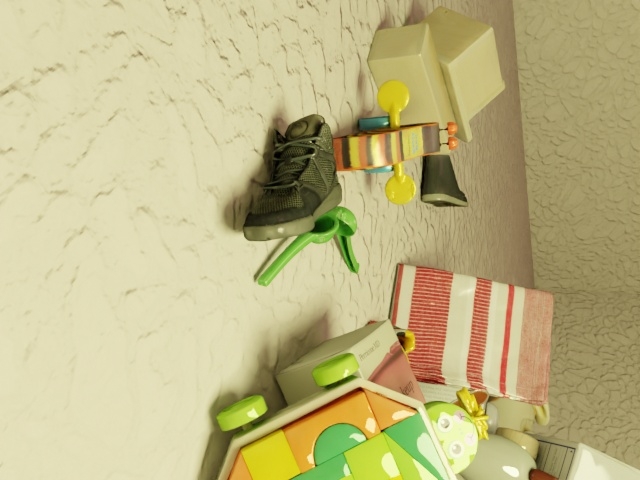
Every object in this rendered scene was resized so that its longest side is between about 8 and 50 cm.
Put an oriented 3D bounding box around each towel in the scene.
[{"bbox_3d":[0.303,0.183,1.160,0.037,0.329,0.237,102,0,-68],"label":"towel"}]

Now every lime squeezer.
[{"bbox_3d":[0.000,0.000,0.842,0.110,0.059,0.310,-61,159,13],"label":"lime squeezer"}]

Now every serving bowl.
[{"bbox_3d":[0.369,0.391,1.236,0.083,0.027,0.083,4,90,-71],"label":"serving bowl"}]

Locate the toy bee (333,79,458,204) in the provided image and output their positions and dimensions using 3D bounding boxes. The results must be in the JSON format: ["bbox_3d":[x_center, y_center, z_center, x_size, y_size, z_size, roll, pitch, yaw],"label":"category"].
[{"bbox_3d":[0.145,-0.182,0.989,0.298,0.162,0.195,-58,139,-46],"label":"toy bee"}]

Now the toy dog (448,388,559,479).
[{"bbox_3d":[0.274,0.373,1.000,0.333,0.161,0.220,12,71,-24],"label":"toy dog"}]

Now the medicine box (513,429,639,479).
[{"bbox_3d":[0.437,0.516,1.070,0.289,0.149,0.263,106,8,-75],"label":"medicine box"}]

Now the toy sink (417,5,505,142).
[{"bbox_3d":[0.290,-0.352,1.230,0.131,0.153,0.234,-41,139,-5],"label":"toy sink"}]

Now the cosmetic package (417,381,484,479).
[{"bbox_3d":[0.265,0.415,1.231,0.230,0.161,0.453,56,42,-61],"label":"cosmetic package"}]

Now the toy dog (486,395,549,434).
[{"bbox_3d":[0.478,0.433,1.626,0.395,0.284,0.408,35,56,-32],"label":"toy dog"}]

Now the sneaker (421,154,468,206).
[{"bbox_3d":[0.313,-0.144,1.416,0.222,0.083,0.118,5,86,-63],"label":"sneaker"}]

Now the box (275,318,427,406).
[{"bbox_3d":[0.066,0.248,0.791,0.148,0.127,0.232,-19,85,-62],"label":"box"}]

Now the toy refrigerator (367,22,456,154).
[{"bbox_3d":[0.188,-0.289,1.135,0.269,0.102,0.094,55,44,-50],"label":"toy refrigerator"}]

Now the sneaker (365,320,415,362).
[{"bbox_3d":[0.099,0.204,0.986,0.225,0.092,0.088,-42,128,-55],"label":"sneaker"}]

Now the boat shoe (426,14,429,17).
[{"bbox_3d":[0.278,-0.432,1.349,0.070,0.078,0.219,-71,153,-42],"label":"boat shoe"}]

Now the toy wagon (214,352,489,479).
[{"bbox_3d":[0.050,0.268,0.655,0.267,0.344,0.068,66,-13,3],"label":"toy wagon"}]

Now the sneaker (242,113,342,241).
[{"bbox_3d":[-0.038,-0.079,0.708,0.227,0.087,0.130,-44,128,-59],"label":"sneaker"}]
